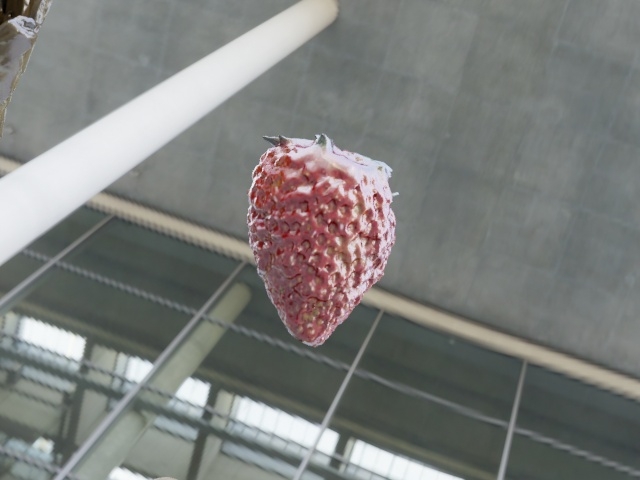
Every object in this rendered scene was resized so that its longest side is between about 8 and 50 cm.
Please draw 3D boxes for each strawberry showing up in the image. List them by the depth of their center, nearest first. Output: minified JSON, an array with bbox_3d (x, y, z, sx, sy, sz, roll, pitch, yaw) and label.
[{"bbox_3d":[-0.004,-0.004,0.860,0.131,0.131,0.148,26,-86,5],"label":"strawberry"}]

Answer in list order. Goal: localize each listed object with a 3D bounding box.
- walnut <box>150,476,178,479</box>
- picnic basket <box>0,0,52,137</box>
[{"bbox_3d":[-0.164,0.329,1.169,0.140,0.162,0.140,2,-61,4],"label":"walnut"},{"bbox_3d":[-0.328,-0.218,0.763,0.291,0.254,0.321,3,-40,-22],"label":"picnic basket"}]
